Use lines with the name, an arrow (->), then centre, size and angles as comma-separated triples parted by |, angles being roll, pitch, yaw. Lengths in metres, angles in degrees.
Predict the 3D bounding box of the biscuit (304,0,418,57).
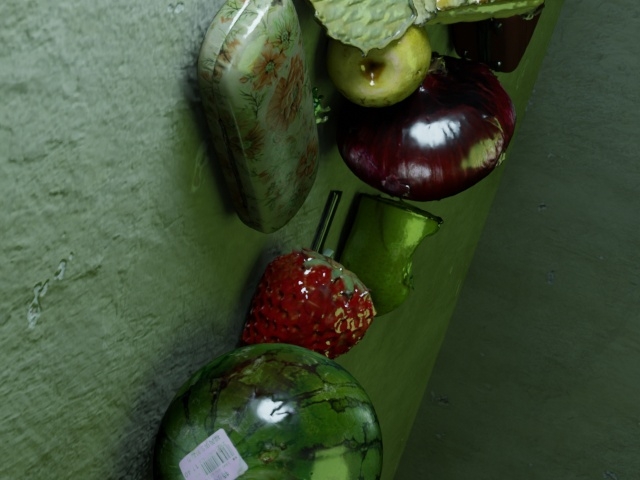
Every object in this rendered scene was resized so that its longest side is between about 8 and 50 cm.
biscuit -> 0.039, -0.371, 1.403 | 0.187, 0.036, 0.273 | -43, 132, -28

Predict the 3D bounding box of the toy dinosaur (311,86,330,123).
toy dinosaur -> -0.020, -0.186, 1.619 | 0.060, 0.029, 0.120 | -7, 125, -54

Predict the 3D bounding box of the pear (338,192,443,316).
pear -> 0.130, 0.038, 2.144 | 0.255, 0.164, 0.238 | -68, 166, 3

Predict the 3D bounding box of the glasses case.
glasses case -> -0.073, -0.154, 1.338 | 0.156, 0.098, 0.425 | -57, 161, -21

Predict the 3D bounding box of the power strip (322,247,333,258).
power strip -> 0.003, 0.049, 1.963 | 0.090, 0.016, 0.040 | -51, 158, -58

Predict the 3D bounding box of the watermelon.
watermelon -> -0.075, 0.319, 1.533 | 0.363, 0.363, 0.363 | -57, 161, -33

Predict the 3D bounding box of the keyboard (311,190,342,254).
keyboard -> 0.000, 0.000, 1.935 | 0.063, 0.010, 0.198 | -10, 120, -74

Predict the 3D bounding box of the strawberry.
strawberry -> -0.038, 0.140, 1.710 | 0.244, 0.205, 0.205 | -53, 165, 8

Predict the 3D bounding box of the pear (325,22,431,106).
pear -> 0.089, -0.296, 1.602 | 0.178, 0.178, 0.178 | -57, 161, -33

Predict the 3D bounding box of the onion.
onion -> 0.174, -0.202, 1.734 | 0.314, 0.314, 0.232 | -57, 148, -35

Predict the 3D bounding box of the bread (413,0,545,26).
bread -> 0.226, -0.450, 1.557 | 0.111, 0.239, 0.246 | -16, -92, 65

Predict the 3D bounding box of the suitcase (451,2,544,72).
suitcase -> 0.389, -0.524, 2.243 | 0.236, 0.161, 0.297 | -64, 163, -12
